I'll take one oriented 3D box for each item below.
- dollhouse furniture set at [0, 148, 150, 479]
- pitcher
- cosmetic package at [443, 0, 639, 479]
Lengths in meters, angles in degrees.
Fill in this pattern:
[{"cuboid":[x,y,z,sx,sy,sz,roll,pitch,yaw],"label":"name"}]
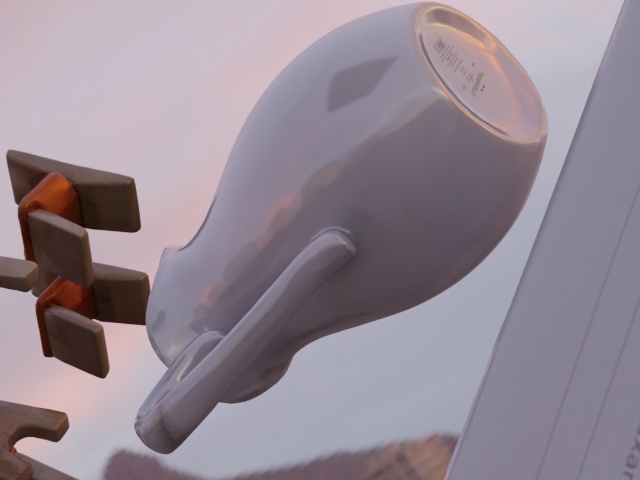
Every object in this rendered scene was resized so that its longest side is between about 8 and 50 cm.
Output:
[{"cuboid":[-0.224,0.105,1.089,0.262,0.135,0.259,-52,-31,-43],"label":"dollhouse furniture set"},{"cuboid":[0.000,0.000,0.817,0.207,0.125,0.178,-43,13,31],"label":"pitcher"},{"cuboid":[0.310,0.049,0.595,0.329,0.394,0.327,22,-91,-32],"label":"cosmetic package"}]
